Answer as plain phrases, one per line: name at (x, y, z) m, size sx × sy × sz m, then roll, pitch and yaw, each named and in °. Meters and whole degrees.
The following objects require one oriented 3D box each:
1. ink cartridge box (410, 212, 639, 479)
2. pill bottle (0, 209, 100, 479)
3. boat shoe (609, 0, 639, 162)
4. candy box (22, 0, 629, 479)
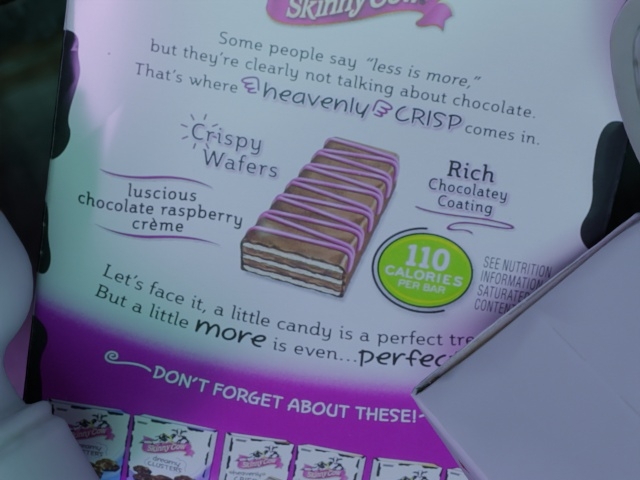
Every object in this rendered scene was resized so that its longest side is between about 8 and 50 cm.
ink cartridge box at (0.133, 0.115, 0.531) m, size 0.093 × 0.154 × 0.212 m, roll -37°, pitch 129°, yaw -5°
pill bottle at (-0.164, -0.003, 0.523) m, size 0.136 × 0.136 × 0.245 m, roll -34°, pitch 89°, yaw 17°
boat shoe at (0.160, -0.014, 0.538) m, size 0.081 × 0.068 × 0.228 m, roll -12°, pitch 135°, yaw 45°
candy box at (0.000, 0.000, 0.580) m, size 0.159 × 0.071 × 0.233 m, roll 10°, pitch 114°, yaw 0°
